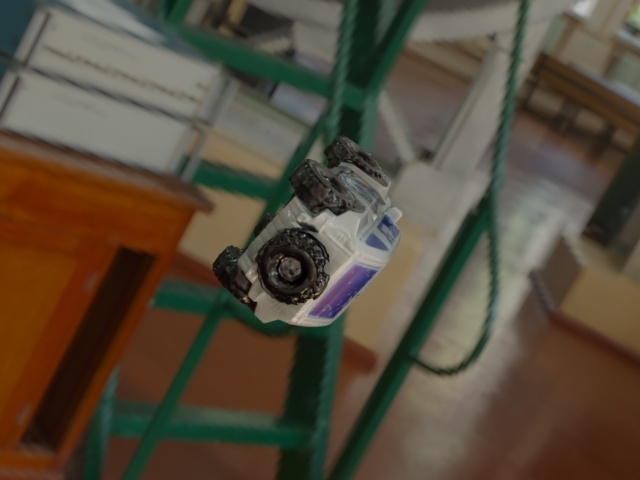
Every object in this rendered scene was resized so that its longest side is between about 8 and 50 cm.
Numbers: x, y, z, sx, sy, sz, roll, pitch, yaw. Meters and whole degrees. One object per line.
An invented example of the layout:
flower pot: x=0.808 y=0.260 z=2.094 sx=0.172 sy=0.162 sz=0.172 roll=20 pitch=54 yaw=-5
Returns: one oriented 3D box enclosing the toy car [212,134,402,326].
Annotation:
toy car: x=0.000 y=0.000 z=0.878 sx=0.070 sy=0.080 sz=0.171 roll=43 pitch=14 yaw=-1
